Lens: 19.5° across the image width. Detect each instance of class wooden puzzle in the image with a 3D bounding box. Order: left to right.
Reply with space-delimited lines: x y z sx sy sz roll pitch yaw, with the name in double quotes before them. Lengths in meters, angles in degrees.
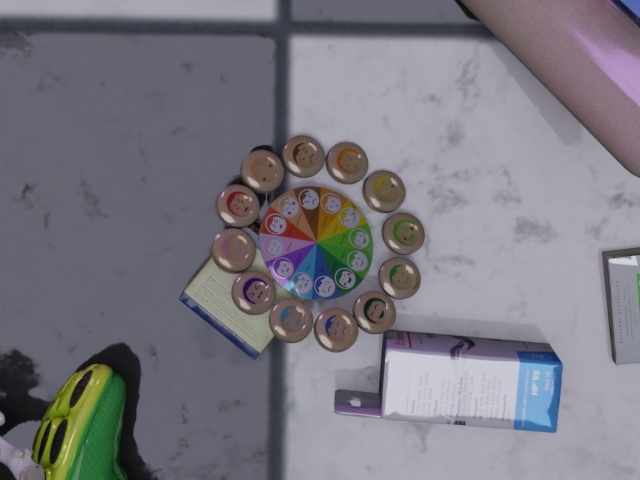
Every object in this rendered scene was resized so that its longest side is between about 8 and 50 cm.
"wooden puzzle" 0.253 -0.268 1.386 0.080 0.322 0.348 25 110 -44

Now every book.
"book" 0.314 0.050 1.563 0.144 0.035 0.096 -7 100 0

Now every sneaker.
"sneaker" -0.184 0.247 1.566 0.124 0.109 0.295 1 95 -21

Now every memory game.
"memory game" 0.000 0.000 1.527 0.186 0.012 0.186 5 72 -16

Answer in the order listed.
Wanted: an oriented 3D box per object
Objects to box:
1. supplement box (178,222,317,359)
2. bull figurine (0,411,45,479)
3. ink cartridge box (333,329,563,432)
"supplement box" -0.059 0.039 1.552 0.083 0.056 0.083 39 95 -3
"bull figurine" -0.304 0.267 1.530 0.188 0.101 0.310 -11 89 46
"ink cartridge box" 0.103 0.113 1.533 0.180 0.104 0.060 5 96 0
